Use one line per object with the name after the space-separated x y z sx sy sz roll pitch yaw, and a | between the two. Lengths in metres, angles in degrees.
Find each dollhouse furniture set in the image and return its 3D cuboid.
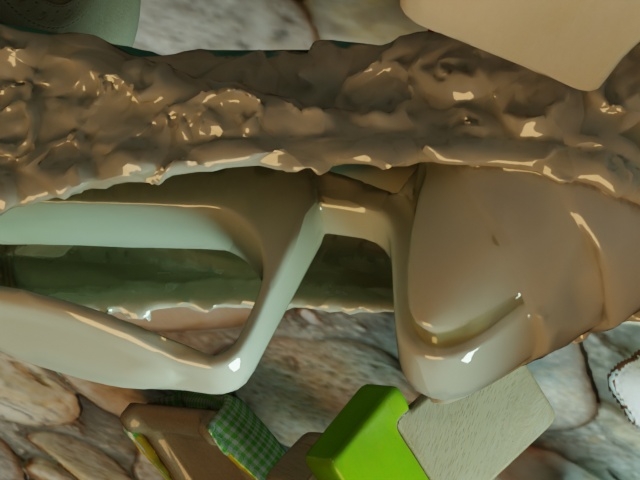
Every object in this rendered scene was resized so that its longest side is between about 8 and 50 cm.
0.036 0.144 1.117 0.198 0.151 0.301 58 156 -14 | dollhouse furniture set

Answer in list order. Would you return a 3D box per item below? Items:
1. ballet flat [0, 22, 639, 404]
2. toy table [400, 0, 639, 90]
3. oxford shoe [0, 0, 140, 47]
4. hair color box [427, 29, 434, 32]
0.000 0.000 0.690 0.408 0.147 0.147 1 145 5 | ballet flat
0.169 -0.083 0.550 0.274 0.252 0.161 30 133 9 | toy table
-0.094 -0.178 0.654 0.146 0.141 0.397 8 148 10 | oxford shoe
0.094 -0.052 0.780 0.043 0.072 0.141 -1 142 32 | hair color box
